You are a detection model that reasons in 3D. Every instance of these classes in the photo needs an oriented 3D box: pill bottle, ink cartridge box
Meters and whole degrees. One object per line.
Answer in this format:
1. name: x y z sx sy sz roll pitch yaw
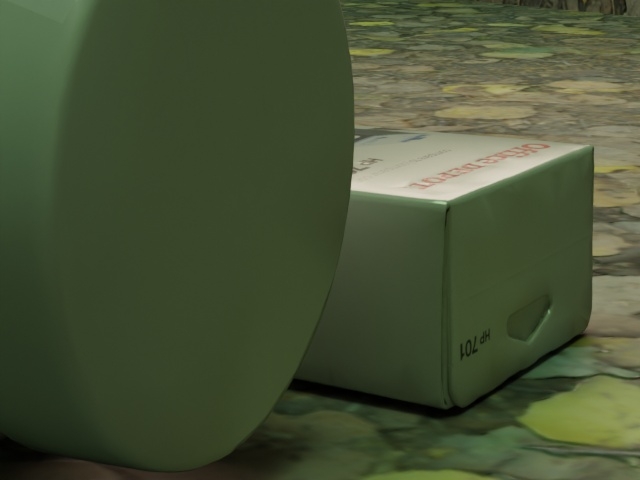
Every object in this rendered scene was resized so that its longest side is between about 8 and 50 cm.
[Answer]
1. pill bottle: -0.186 -0.037 0.498 0.362 0.210 0.210 6 15 25
2. ink cartridge box: 0.000 0.000 0.620 0.190 0.082 0.139 6 14 31
